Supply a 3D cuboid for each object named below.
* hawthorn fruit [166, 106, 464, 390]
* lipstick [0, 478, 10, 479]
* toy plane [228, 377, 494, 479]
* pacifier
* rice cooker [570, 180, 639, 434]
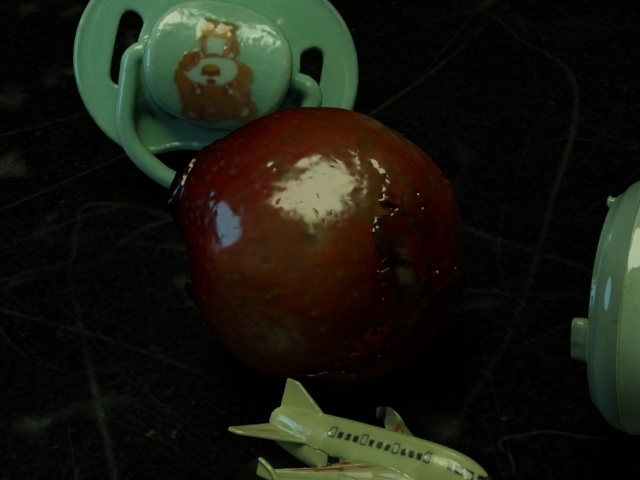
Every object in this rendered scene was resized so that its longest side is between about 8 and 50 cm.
[{"bbox_3d":[-0.007,0.001,1.580,0.316,0.316,0.316,-5,38,4],"label":"hawthorn fruit"},{"bbox_3d":[-0.404,0.305,1.445,0.280,0.073,0.073,-23,40,-20],"label":"lipstick"},{"bbox_3d":[0.051,0.206,1.443,0.256,0.104,0.242,28,19,25],"label":"toy plane"},{"bbox_3d":[-0.129,-0.195,1.945,0.343,0.288,0.269,14,1,-2],"label":"pacifier"},{"bbox_3d":[0.396,0.071,1.443,0.317,0.316,0.264,6,79,18],"label":"rice cooker"}]
